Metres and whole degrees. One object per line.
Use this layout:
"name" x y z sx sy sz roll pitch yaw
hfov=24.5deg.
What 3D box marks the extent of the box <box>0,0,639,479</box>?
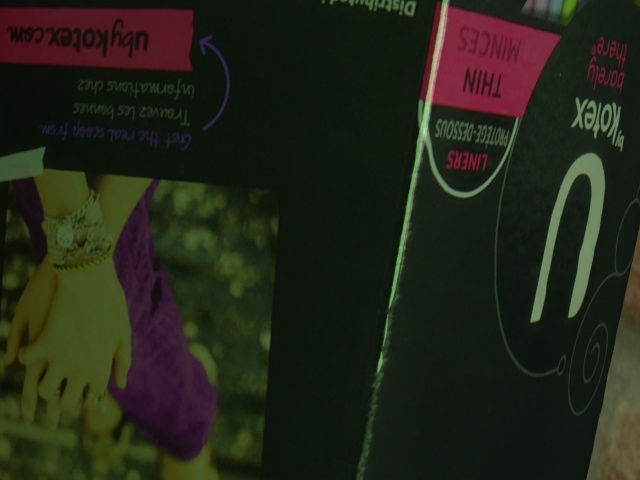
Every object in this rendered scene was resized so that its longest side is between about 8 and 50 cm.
"box" 0.000 0.000 0.430 0.165 0.143 0.270 -2 104 -59
